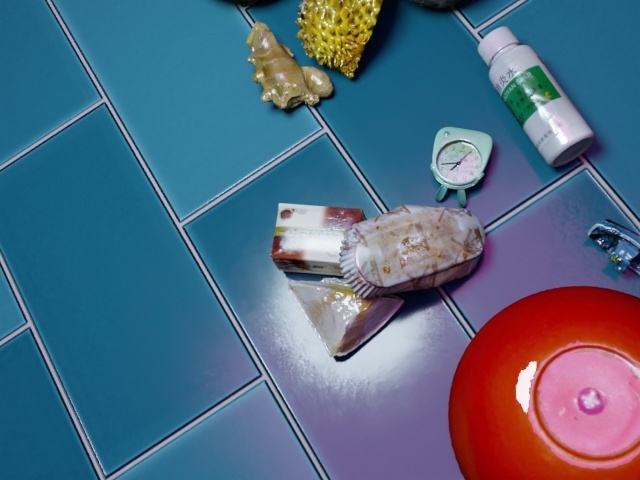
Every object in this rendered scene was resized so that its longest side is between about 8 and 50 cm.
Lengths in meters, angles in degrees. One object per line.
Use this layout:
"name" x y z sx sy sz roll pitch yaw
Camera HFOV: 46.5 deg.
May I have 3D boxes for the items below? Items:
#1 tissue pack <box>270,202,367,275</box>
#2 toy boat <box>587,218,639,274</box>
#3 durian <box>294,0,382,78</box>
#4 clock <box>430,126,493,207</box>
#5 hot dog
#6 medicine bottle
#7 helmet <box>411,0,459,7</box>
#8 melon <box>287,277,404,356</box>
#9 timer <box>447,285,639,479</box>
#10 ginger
"tissue pack" 0.000 -0.001 1.287 0.148 0.099 0.106 4 74 12
"toy boat" 0.495 0.021 1.203 0.137 0.060 0.061 38 64 13
"durian" 0.035 -0.450 1.384 0.137 0.183 0.250 16 71 -11
"clock" 0.242 -0.130 1.312 0.101 0.041 0.135 14 77 15
"hot dog" 0.153 0.011 1.224 0.267 0.075 0.144 -11 74 -22
"medicine bottle" 0.369 -0.255 1.298 0.095 0.095 0.260 -27 69 2
"helmet" 0.210 -0.501 1.395 0.176 0.107 0.153 -2 72 -4
"melon" 0.030 0.126 1.249 0.202 0.093 0.140 9 82 17
"timer" 0.369 0.250 1.043 0.377 0.279 0.378 -4 70 12
"ginger" -0.080 -0.317 1.415 0.205 0.081 0.115 41 98 13
